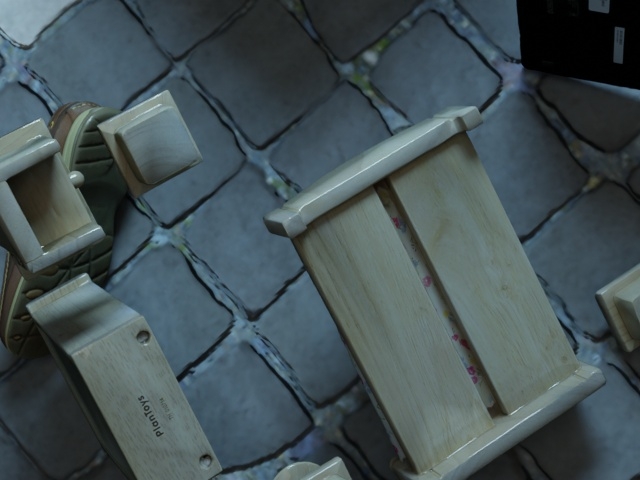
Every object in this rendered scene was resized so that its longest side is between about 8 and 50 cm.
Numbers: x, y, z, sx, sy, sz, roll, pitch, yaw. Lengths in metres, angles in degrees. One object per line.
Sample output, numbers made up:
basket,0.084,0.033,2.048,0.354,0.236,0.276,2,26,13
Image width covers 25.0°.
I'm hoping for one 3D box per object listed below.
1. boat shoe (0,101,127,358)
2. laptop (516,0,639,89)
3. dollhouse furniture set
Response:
boat shoe,-0.177,-0.009,0.972,0.060,0.064,0.178,22,95,42
laptop,0.257,-0.191,0.853,0.264,0.234,0.136,12,68,16
dollhouse furniture set,0.000,0.000,0.909,0.356,0.174,0.303,-30,104,-15
